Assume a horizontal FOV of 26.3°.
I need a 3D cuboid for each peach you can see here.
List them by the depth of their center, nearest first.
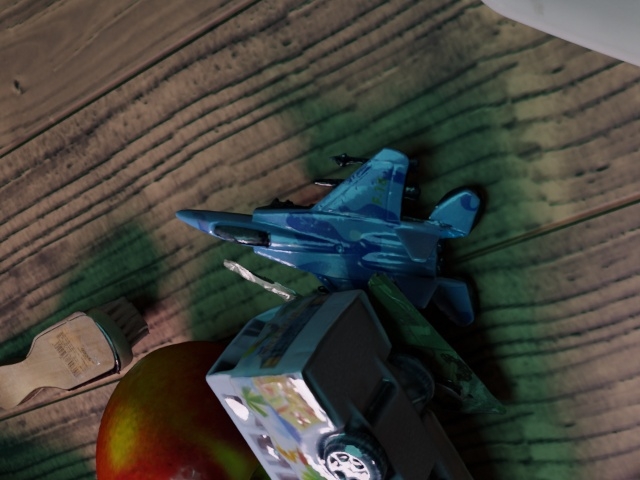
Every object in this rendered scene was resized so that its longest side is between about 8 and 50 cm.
[{"bbox_3d":[-0.100,0.190,1.176,0.226,0.190,0.196,12,142,57],"label":"peach"}]

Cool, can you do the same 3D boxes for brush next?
[{"bbox_3d":[-0.257,0.115,1.371,0.070,0.065,0.327,57,144,-5],"label":"brush"}]

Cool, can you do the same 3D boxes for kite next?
[{"bbox_3d":[0.032,0.078,1.070,0.250,0.012,0.229,29,151,9],"label":"kite"}]

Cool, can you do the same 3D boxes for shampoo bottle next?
[{"bbox_3d":[0.143,-0.189,0.880,0.221,0.051,0.108,26,128,28],"label":"shampoo bottle"}]

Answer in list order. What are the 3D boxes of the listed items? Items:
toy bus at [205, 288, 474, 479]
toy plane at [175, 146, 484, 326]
[{"bbox_3d":[0.047,0.195,1.058,0.136,0.109,0.329,-10,120,40],"label":"toy bus"},{"bbox_3d":[0.003,-0.003,1.062,0.246,0.078,0.169,13,120,26],"label":"toy plane"}]
